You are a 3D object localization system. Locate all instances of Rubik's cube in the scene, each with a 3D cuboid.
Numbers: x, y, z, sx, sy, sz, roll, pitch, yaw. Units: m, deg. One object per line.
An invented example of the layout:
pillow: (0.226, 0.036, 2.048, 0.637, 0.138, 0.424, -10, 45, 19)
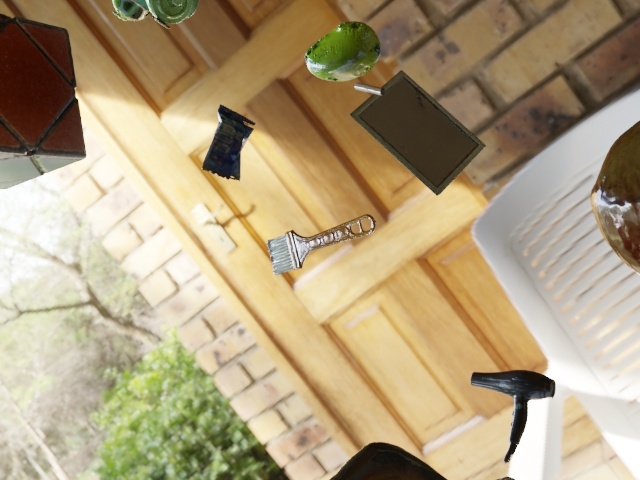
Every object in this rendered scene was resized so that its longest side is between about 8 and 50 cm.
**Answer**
Rubik's cube: (-0.487, -0.193, 1.186, 0.205, 0.205, 0.207, -13, -5, 32)

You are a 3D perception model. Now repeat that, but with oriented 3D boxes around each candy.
candy: (-0.173, -0.182, 1.593, 0.038, 0.088, 0.136, -5, 67, 47)

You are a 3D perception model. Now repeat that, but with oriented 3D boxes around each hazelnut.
hazelnut: (0.801, -0.095, 1.785, 0.421, 0.421, 0.353, -39, -2, -11)

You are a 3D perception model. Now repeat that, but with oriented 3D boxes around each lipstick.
lipstick: (0.115, -0.352, 1.939, 0.019, 0.019, 0.094, -39, 37, -21)

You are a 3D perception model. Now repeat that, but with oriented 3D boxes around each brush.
brush: (0.000, 0.000, 1.793, 0.314, 0.090, 0.017, -20, -8, 41)

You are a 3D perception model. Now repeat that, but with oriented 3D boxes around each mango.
mango: (0.051, -0.414, 1.856, 0.178, 0.119, 0.100, -13, -16, 26)

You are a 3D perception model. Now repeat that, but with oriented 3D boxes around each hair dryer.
hair dryer: (0.424, 0.397, 1.896, 0.195, 0.075, 0.219, 0, 60, 31)

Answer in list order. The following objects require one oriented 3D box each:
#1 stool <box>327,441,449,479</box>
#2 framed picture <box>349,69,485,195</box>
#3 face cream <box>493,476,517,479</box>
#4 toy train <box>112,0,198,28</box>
stool: (0.097, 0.517, 1.256, 0.310, 0.310, 0.226, -33, -28, -40)
framed picture: (0.243, -0.269, 2.078, 0.232, 0.296, 0.019, -43, -7, -32)
face cream: (0.342, 0.568, 1.787, 0.073, 0.073, 0.283, -41, -4, -41)
toy train: (-0.300, -0.472, 1.369, 0.159, 0.271, 0.188, 20, 87, 42)
